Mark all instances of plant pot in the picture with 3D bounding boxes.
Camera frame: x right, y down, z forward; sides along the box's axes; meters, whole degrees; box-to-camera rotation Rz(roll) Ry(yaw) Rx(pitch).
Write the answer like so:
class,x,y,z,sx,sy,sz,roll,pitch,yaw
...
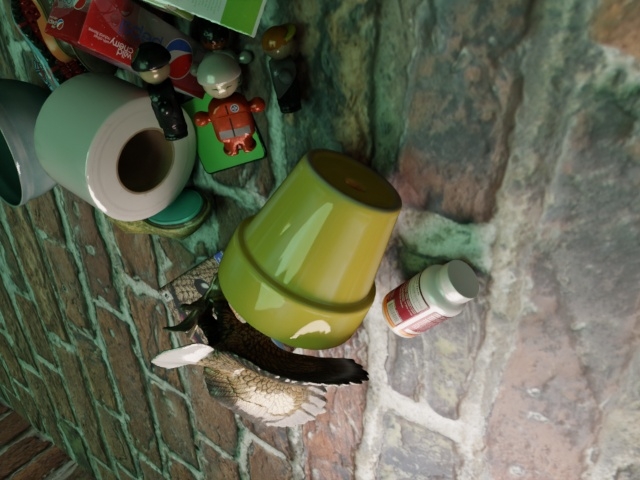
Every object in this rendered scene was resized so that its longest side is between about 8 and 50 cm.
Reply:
class,x,y,z,sx,sy,sz,roll,pitch,yaw
plant pot,-0.684,-0.248,1.270,0.293,0.196,0.293,26,131,34
plant pot,0.000,0.000,0.846,0.254,0.254,0.239,39,119,15

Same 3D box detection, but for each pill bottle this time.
class,x,y,z,sx,sy,sz,roll,pitch,yaw
pill bottle,0.173,0.091,0.855,0.086,0.086,0.152,51,136,2

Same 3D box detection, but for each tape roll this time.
class,x,y,z,sx,sy,sz,roll,pitch,yaw
tape roll,-0.384,-0.179,1.032,0.169,0.246,0.246,27,130,29

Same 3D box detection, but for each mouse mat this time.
class,x,y,z,sx,sy,sz,roll,pitch,yaw
mouse mat,-0.190,-0.210,1.026,0.190,0.007,0.152,-7,111,41

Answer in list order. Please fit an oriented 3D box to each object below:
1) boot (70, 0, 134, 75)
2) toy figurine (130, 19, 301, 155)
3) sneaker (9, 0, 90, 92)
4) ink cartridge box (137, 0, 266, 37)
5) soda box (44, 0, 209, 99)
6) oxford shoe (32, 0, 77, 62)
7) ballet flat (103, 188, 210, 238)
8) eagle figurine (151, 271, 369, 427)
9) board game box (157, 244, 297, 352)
class,x,y,z,sx,sy,sz,roll,pitch,yaw
boot,-0.387,-0.367,0.987,0.207,0.090,0.248,44,151,26
toy figurine,-0.149,-0.248,0.821,0.213,0.209,0.148,19,139,31
sneaker,-0.601,-0.411,1.174,0.125,0.104,0.261,-9,110,45
ink cartridge box,-0.174,-0.415,0.776,0.255,0.097,0.188,22,102,3
soda box,-0.285,-0.311,0.855,0.084,0.263,0.092,24,97,27
oxford shoe,-0.530,-0.506,1.084,0.099,0.097,0.271,-17,103,16
ballet flat,-0.345,-0.052,1.192,0.349,0.123,0.123,7,120,36
eagle figurine,-0.096,0.193,0.889,0.225,0.226,0.298,-45,84,4
board game box,-0.166,0.129,1.121,0.291,0.141,0.232,-28,97,46
